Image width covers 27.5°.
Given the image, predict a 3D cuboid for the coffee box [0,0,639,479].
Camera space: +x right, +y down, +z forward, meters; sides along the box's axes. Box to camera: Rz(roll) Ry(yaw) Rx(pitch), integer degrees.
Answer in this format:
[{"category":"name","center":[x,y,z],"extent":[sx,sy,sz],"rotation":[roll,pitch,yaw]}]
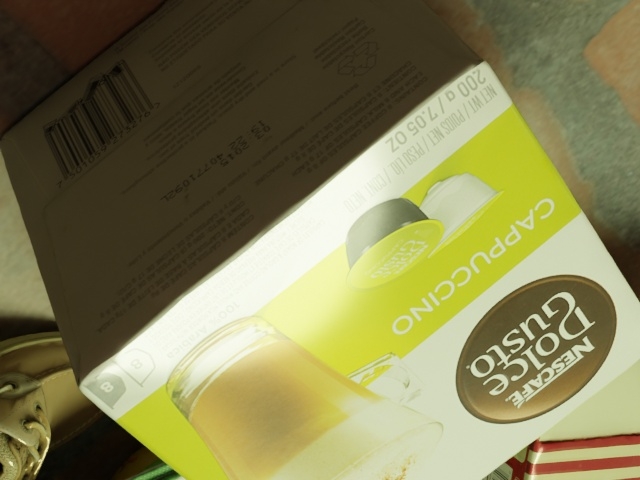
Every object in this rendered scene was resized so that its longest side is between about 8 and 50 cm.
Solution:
[{"category":"coffee box","center":[0.000,0.000,1.043],"extent":[0.337,0.338,0.334],"rotation":[-38,129,3]}]

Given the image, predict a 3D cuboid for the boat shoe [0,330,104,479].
[{"category":"boat shoe","center":[-0.284,0.176,1.100],"extent":[0.341,0.110,0.122],"rotation":[-24,130,-48]}]

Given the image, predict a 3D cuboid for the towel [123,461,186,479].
[{"category":"towel","center":[-0.187,0.327,1.195],"extent":[0.247,0.038,0.325],"rotation":[-22,141,-38]}]

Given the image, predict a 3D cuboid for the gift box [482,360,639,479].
[{"category":"gift box","center":[0.269,0.197,1.309],"extent":[0.258,0.276,0.255],"rotation":[1,109,-25]}]

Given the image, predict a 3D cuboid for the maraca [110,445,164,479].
[{"category":"maraca","center":[-0.168,0.259,1.284],"extent":[0.185,0.099,0.127],"rotation":[-32,145,-11]}]
